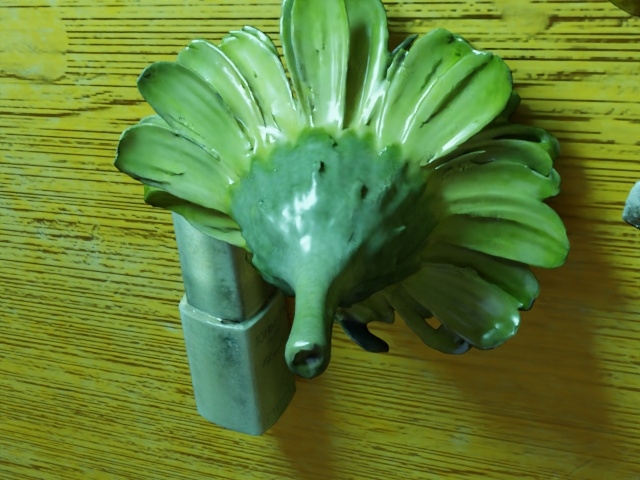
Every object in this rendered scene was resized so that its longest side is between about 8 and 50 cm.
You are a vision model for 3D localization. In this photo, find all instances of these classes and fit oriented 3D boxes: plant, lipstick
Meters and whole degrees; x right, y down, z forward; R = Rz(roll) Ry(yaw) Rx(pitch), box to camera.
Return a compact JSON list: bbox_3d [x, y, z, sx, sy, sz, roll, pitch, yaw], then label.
[{"bbox_3d":[0.020,0.005,1.013,0.306,0.297,0.261,-8,149,9],"label":"plant"},{"bbox_3d":[-0.074,0.049,1.229,0.077,0.079,0.253,17,136,24],"label":"lipstick"}]

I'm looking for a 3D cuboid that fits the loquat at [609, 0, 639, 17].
[{"bbox_3d":[0.186,-0.205,0.725,0.187,0.176,0.234,5,149,34],"label":"loquat"}]

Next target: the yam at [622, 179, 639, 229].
[{"bbox_3d":[0.269,-0.014,0.916,0.141,0.079,0.079,27,139,16],"label":"yam"}]
